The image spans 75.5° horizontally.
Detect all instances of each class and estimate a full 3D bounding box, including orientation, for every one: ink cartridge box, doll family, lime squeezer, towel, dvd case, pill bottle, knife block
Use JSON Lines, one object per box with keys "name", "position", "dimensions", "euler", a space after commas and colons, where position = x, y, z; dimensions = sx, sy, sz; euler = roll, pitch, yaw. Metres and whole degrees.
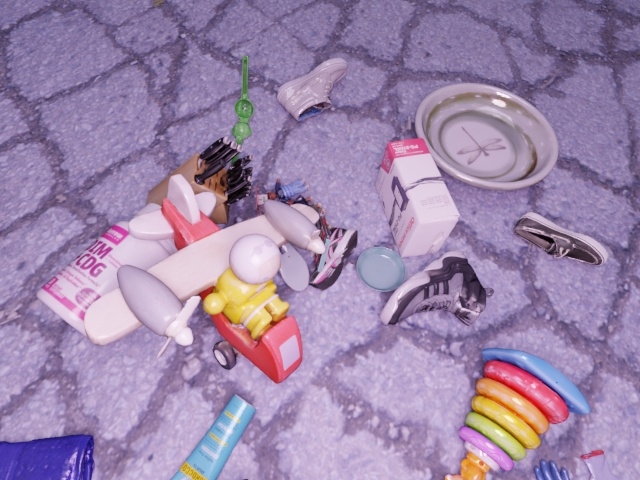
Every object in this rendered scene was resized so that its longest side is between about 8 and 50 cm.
{"name": "ink cartridge box", "position": [0.226, -0.101, 1.013], "dimensions": [0.100, 0.172, 0.237], "euler": [-9, 61, -10]}
{"name": "ink cartridge box", "position": [-0.139, -0.075, 1.001], "dimensions": [0.029, 0.115, 0.062], "euler": [-4, 60, -6]}
{"name": "doll family", "position": [-0.060, -0.076, 1.037], "dimensions": [0.111, 0.076, 0.193], "euler": [-25, 59, -13]}
{"name": "lime squeezer", "position": [-0.217, -0.344, 1.169], "dimensions": [0.059, 0.110, 0.310], "euler": [8, 89, -19]}
{"name": "towel", "position": [-0.551, 0.456, 0.684], "dimensions": [0.309, 0.076, 0.227], "euler": [-1, 53, -5]}
{"name": "dvd case", "position": [0.000, 0.000, 0.928], "dimensions": [0.013, 0.087, 0.119], "euler": [6, 32, -14]}
{"name": "pill bottle", "position": [-0.416, 0.061, 0.872], "dimensions": [0.160, 0.160, 0.283], "euler": [31, 62, 13]}
{"name": "knife block", "position": [-0.289, -0.137, 0.952], "dimensions": [0.276, 0.242, 0.088], "euler": [1, 59, -4]}

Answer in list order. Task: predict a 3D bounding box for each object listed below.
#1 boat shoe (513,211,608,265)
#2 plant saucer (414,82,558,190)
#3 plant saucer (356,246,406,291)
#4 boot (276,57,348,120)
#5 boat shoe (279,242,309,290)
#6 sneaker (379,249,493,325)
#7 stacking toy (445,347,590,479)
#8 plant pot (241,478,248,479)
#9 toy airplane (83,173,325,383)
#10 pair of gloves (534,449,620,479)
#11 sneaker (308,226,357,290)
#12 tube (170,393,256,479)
{"name": "boat shoe", "position": [0.596, 0.011, 1.038], "dimensions": [0.219, 0.077, 0.070], "euler": [31, 61, 22]}
{"name": "plant saucer", "position": [0.456, -0.283, 1.182], "dimensions": [0.401, 0.100, 0.400], "euler": [2, 59, -4]}
{"name": "plant saucer", "position": [0.144, 0.072, 0.992], "dimensions": [0.120, 0.021, 0.119], "euler": [2, 59, -4]}
{"name": "boot", "position": [0.002, -0.453, 1.261], "dimensions": [0.258, 0.095, 0.123], "euler": [-33, 73, -12]}
{"name": "boat shoe", "position": [-0.091, 0.035, 0.974], "dimensions": [0.065, 0.083, 0.183], "euler": [-32, 94, -16]}
{"name": "sneaker", "position": [0.267, 0.136, 0.915], "dimensions": [0.269, 0.101, 0.153], "euler": [-31, 64, -23]}
{"name": "stacking toy", "position": [0.330, 0.363, 0.775], "dimensions": [0.175, 0.165, 0.301], "euler": [39, 75, 4]}
{"name": "plant pot", "position": [-0.131, 0.492, 0.637], "dimensions": [0.188, 0.187, 0.167], "euler": [-23, 52, -17]}
{"name": "toy airplane", "position": [-0.170, 0.038, 0.764], "dimensions": [0.385, 0.272, 0.385], "euler": [22, 60, -27]}
{"name": "pair of gloves", "position": [0.494, 0.490, 0.773], "dimensions": [0.198, 0.023, 0.159], "euler": [-6, 58, -9]}
{"name": "sneaker", "position": [0.018, 0.040, 0.985], "dimensions": [0.077, 0.072, 0.178], "euler": [20, 55, 28]}
{"name": "tube", "position": [-0.199, 0.391, 0.764], "dimensions": [0.080, 0.052, 0.207], "euler": [24, 66, 22]}
